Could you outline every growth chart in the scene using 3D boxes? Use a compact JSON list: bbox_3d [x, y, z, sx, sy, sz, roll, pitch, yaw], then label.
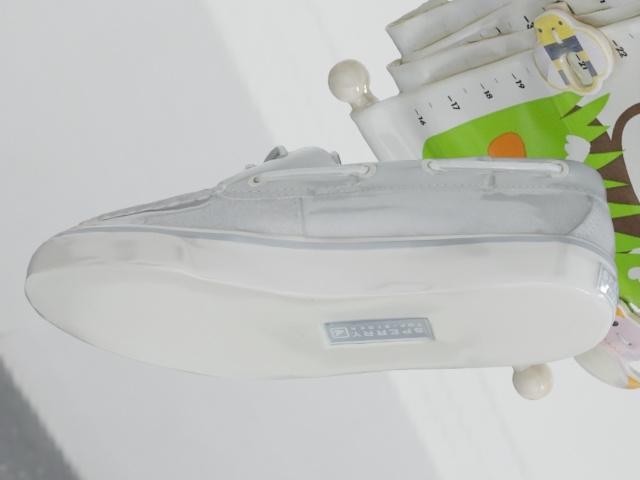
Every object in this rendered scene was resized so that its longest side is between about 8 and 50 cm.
[{"bbox_3d":[0.099,-0.033,0.628,0.021,0.237,0.172,-39,94,-36],"label":"growth chart"}]

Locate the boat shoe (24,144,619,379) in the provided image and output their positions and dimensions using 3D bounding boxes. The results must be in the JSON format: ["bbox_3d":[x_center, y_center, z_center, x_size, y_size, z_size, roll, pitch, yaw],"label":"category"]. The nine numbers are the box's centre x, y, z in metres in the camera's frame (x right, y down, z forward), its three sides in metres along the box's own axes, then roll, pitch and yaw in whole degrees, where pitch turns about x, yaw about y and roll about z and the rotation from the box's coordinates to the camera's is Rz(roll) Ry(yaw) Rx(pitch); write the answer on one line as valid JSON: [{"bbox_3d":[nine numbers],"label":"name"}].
[{"bbox_3d":[0.000,0.000,0.591,0.066,0.184,0.063,65,27,-51],"label":"boat shoe"}]
